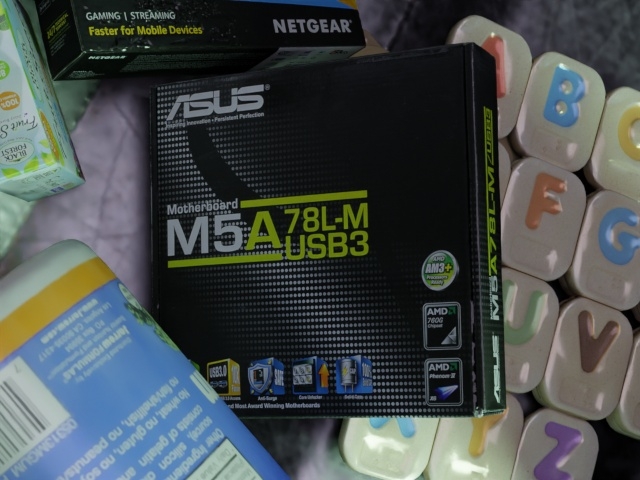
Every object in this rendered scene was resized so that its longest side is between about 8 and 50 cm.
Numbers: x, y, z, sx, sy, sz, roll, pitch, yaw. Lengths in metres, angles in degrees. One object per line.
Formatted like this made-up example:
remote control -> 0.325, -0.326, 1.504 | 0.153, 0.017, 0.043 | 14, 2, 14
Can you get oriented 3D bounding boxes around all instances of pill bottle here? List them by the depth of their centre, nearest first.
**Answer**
pill bottle -> -0.086, 0.146, 0.626 | 0.152, 0.152, 0.272 | -41, 92, -18

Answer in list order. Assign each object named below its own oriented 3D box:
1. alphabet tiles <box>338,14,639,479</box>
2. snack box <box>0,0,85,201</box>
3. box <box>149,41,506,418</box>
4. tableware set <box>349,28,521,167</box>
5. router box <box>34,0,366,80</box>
alphabet tiles -> 0.120, 0.021, 0.779 | 0.284, 0.021, 0.278 | 21, 79, -21
snack box -> -0.153, -0.074, 0.644 | 0.037, 0.141, 0.100 | -20, 90, -5
box -> 0.000, 0.000, 0.682 | 0.045, 0.190, 0.184 | 6, 82, -64
tableware set -> 0.038, -0.037, 0.774 | 0.141, 0.020, 0.169 | 41, 71, -11
router box -> -0.070, -0.157, 0.705 | 0.179, 0.046, 0.133 | -8, 80, -37
